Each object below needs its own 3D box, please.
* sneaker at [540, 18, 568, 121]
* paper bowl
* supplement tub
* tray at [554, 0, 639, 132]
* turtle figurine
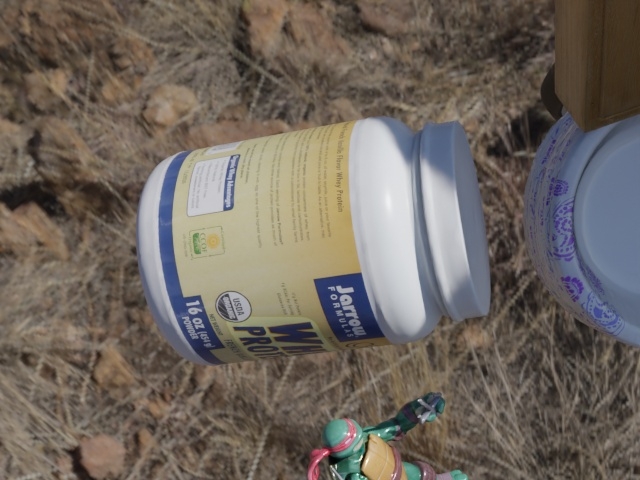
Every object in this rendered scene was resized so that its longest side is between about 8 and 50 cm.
[{"bbox_3d":[0.437,-0.298,1.251,0.257,0.447,0.169,-43,82,-7],"label":"sneaker"},{"bbox_3d":[0.356,-0.031,1.058,0.284,0.284,0.148,-32,11,-5],"label":"paper bowl"},{"bbox_3d":[0.000,0.000,0.995,0.316,0.228,0.228,-9,55,16],"label":"supplement tub"},{"bbox_3d":[0.302,-0.285,0.810,0.202,0.411,0.076,-19,50,-3],"label":"tray"},{"bbox_3d":[0.071,0.231,0.984,0.118,0.234,0.175,-1,52,42],"label":"turtle figurine"}]
